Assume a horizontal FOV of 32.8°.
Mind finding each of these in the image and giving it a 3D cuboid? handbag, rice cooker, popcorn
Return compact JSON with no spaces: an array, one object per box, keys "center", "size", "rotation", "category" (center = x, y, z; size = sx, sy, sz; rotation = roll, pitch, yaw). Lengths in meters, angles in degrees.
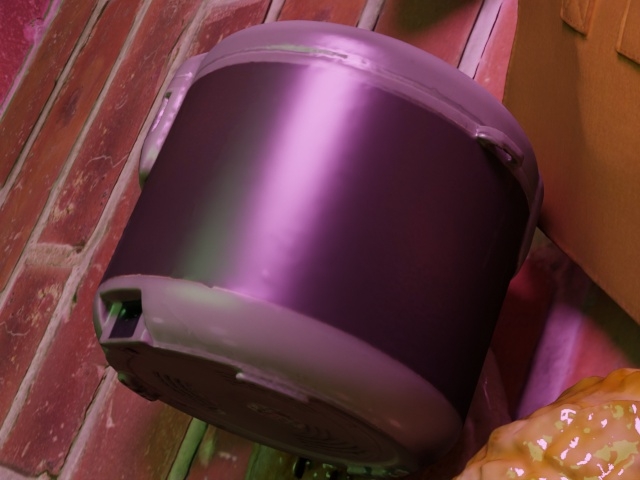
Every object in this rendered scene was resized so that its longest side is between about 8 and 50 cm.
[{"center":[0.270,-0.098,0.819],"size":[0.401,0.133,0.283],"rotation":[-119,23,-56],"category":"handbag"},{"center":[0.000,0.000,0.907],"size":[0.335,0.335,0.325],"rotation":[-6,58,50],"category":"rice cooker"},{"center":[0.182,0.200,0.728],"size":[0.250,0.250,0.190],"rotation":[-36,73,28],"category":"popcorn"}]

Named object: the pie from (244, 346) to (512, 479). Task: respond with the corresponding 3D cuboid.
[{"center":[0.037,0.192,1.030],"size":[0.339,0.077,0.339],"rotation":[-33,39,32],"category":"pie"}]
